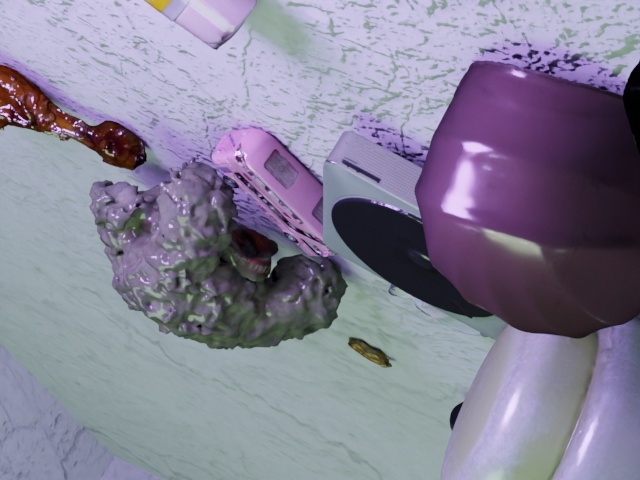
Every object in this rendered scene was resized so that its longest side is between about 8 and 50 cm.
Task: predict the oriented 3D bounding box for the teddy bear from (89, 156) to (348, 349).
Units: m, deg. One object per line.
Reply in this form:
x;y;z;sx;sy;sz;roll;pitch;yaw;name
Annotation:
-0.190;-0.001;2.196;0.357;0.224;0.367;36;-177;-42;teddy bear

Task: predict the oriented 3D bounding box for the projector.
0.127;-0.006;1.835;0.257;0.079;0.259;29;160;11;projector

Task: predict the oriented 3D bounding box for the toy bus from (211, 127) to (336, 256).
-0.044;-0.059;1.996;0.203;0.063;0.090;44;157;-26;toy bus

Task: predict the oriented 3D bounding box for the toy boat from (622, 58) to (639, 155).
0.352;-0.070;1.342;0.134;0.092;0.299;33;160;42;toy boat

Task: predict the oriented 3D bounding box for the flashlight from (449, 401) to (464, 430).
0.258;0.326;2.405;0.093;0.093;0.232;18;155;36;flashlight

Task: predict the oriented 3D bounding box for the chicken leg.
-0.381;-0.172;2.226;0.304;0.093;0.113;21;176;9;chicken leg

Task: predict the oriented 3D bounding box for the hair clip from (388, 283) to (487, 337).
0.168;0.088;2.042;0.116;0.049;0.172;47;159;-23;hair clip

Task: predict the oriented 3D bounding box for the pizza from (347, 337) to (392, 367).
0.076;0.171;2.420;0.083;0.016;0.037;29;161;20;pizza

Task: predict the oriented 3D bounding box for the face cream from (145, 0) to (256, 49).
-0.190;-0.302;1.637;0.269;0.073;0.107;36;168;-12;face cream

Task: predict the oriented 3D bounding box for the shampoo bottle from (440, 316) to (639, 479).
0.317;0.244;1.781;0.317;0.322;0.322;22;160;0;shampoo bottle

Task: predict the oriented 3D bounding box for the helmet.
0.217;-0.010;1.528;0.271;0.197;0.338;19;155;27;helmet
